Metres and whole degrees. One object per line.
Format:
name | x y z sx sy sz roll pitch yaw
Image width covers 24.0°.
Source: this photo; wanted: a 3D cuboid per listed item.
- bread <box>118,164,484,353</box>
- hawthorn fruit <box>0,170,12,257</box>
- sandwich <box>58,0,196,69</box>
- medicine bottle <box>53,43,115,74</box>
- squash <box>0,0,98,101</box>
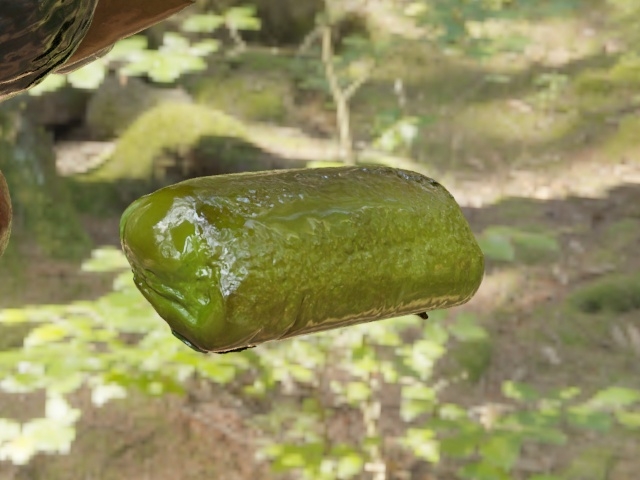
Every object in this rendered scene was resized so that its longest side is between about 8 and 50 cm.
bread | 0.000 0.000 1.343 0.384 0.112 0.166 -7 47 -46
hawthorn fruit | -0.420 -0.058 1.703 0.163 0.203 0.162 0 -30 0
sandwich | -0.209 -0.265 1.418 0.198 0.227 0.155 2 53 -2
medicine bottle | -0.366 -0.383 1.855 0.123 0.282 0.375 -27 44 8
squash | -0.244 -0.205 0.941 0.165 0.252 0.252 -33 30 -30
